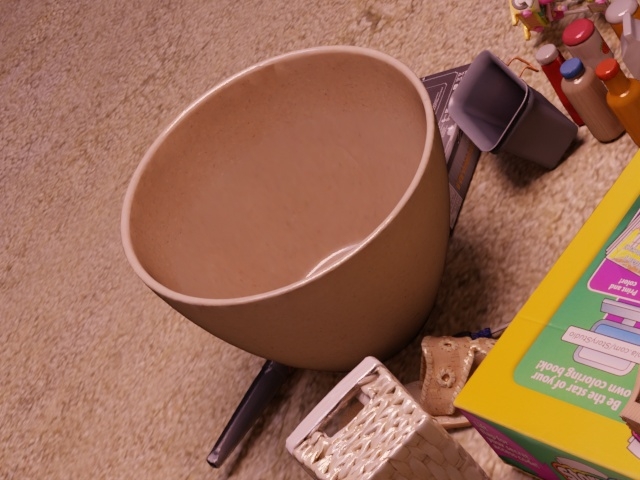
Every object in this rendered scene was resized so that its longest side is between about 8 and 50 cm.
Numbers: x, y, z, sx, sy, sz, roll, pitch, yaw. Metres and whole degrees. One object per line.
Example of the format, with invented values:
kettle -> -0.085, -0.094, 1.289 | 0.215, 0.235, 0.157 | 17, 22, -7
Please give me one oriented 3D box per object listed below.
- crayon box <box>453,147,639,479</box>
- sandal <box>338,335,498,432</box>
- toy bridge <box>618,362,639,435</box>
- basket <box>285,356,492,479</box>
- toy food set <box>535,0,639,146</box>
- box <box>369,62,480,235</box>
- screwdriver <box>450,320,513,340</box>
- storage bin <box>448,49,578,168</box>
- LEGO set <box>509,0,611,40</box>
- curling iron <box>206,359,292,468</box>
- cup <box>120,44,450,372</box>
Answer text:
crayon box -> 0.333, 0.085, 1.129 | 0.313, 0.106, 0.363 | -52, 34, -15
sandal -> 0.107, 0.130, 1.339 | 0.240, 0.079, 0.088 | -26, 35, 23
toy bridge -> 0.287, 0.068, 1.072 | 0.188, 0.026, 0.063 | -50, 32, -12
basket -> 0.070, 0.201, 1.218 | 0.113, 0.167, 0.103 | -46, 38, -6
toy food set -> 0.299, -0.196, 1.505 | 0.111, 0.104, 0.232 | -22, 37, 28
box -> 0.095, -0.092, 1.643 | 0.183, 0.056, 0.231 | -13, 42, 39
screwdriver -> 0.178, 0.082, 1.375 | 0.170, 0.025, 0.024 | -29, 34, 21
storage bin -> 0.215, -0.141, 1.526 | 0.098, 0.091, 0.135 | -59, 29, 16
LEGO set -> 0.286, -0.314, 1.669 | 0.107, 0.132, 0.287 | -8, 16, 18
curling iron -> -0.051, 0.136, 1.545 | 0.068, 0.035, 0.274 | -10, 42, 46
cup -> 0.000, 0.000, 1.435 | 0.331, 0.237, 0.331 | -17, 45, 18
